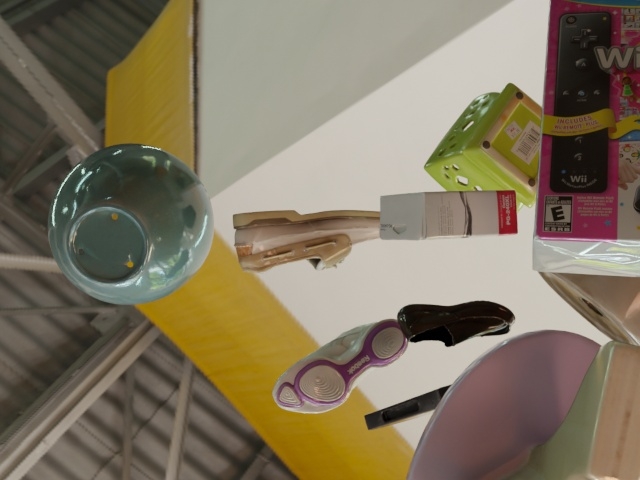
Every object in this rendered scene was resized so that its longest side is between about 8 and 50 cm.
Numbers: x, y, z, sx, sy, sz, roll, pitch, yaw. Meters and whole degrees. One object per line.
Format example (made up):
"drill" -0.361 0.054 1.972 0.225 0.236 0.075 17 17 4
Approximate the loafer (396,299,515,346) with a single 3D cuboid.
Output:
"loafer" 0.254 0.166 1.407 0.220 0.080 0.078 -3 -130 3

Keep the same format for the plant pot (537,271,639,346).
"plant pot" 0.448 -0.010 0.995 0.323 0.323 0.280 43 -89 -17

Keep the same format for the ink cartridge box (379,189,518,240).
"ink cartridge box" 0.168 -0.033 1.001 0.150 0.109 0.063 -2 -89 -27

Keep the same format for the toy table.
"toy table" 0.138 0.190 0.447 0.252 0.161 0.274 2 -96 5

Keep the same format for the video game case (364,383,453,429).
"video game case" 0.250 0.267 1.317 0.274 0.248 0.035 -8 -107 -28

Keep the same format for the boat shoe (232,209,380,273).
"boat shoe" 0.000 0.000 1.296 0.302 0.113 0.103 -3 -91 -15

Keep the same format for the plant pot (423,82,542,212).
"plant pot" 0.399 -0.189 1.629 0.227 0.207 0.228 38 -104 -6

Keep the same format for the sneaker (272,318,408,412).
"sneaker" 0.038 0.263 1.564 0.305 0.152 0.114 -25 -88 -16

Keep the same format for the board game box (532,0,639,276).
"board game box" 0.338 -0.118 0.767 0.097 0.224 0.303 57 -141 -60

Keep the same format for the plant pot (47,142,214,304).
"plant pot" -0.337 -0.013 1.285 0.290 0.195 0.290 0 -78 -2
